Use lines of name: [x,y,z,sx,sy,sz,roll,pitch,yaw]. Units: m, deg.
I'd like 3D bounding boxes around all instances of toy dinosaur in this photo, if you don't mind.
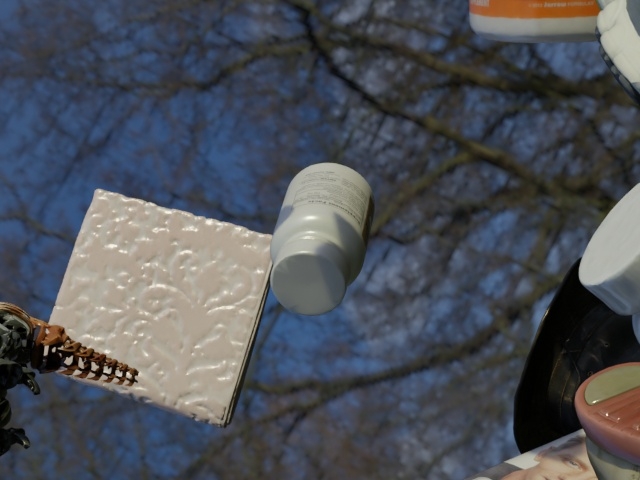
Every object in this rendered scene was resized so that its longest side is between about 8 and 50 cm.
toy dinosaur: [-0.378,0.126,1.641,0.218,0.322,0.164,-99,-2,-62]

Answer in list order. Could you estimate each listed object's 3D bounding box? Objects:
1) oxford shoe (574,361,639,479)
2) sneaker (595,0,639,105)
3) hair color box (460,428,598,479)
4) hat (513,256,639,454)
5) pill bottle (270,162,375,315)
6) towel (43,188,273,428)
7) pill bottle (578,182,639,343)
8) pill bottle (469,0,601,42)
oxford shoe: [0.380,0.240,1.250,0.140,0.397,0.147,-23,-61,-20]
sneaker: [0.170,-0.098,0.568,0.107,0.275,0.110,33,-59,-32]
hair color box: [0.268,0.339,1.708,0.347,0.174,0.105,-14,-59,-39]
hat: [0.410,0.187,2.013,0.331,0.134,0.331,-14,-70,-44]
pill bottle: [0.000,0.000,1.999,0.229,0.131,0.131,-75,-1,-58]
towel: [-0.256,0.104,2.328,0.053,0.331,0.317,48,-121,-78]
pill bottle: [0.293,0.055,0.996,0.121,0.221,0.121,-51,10,13]
pill bottle: [0.275,-0.433,1.653,0.224,0.224,0.392,-28,-61,-57]
